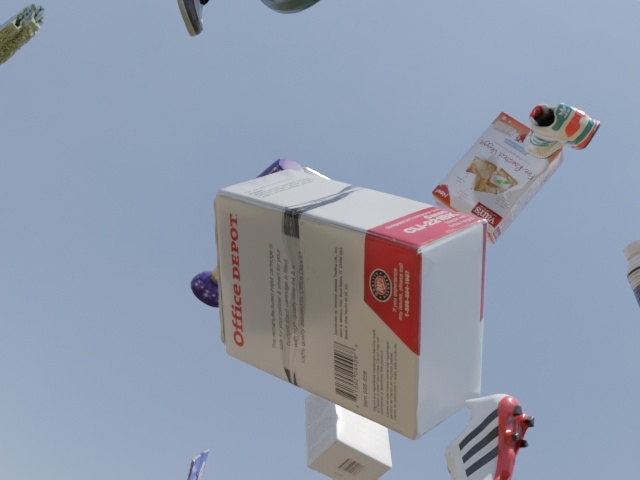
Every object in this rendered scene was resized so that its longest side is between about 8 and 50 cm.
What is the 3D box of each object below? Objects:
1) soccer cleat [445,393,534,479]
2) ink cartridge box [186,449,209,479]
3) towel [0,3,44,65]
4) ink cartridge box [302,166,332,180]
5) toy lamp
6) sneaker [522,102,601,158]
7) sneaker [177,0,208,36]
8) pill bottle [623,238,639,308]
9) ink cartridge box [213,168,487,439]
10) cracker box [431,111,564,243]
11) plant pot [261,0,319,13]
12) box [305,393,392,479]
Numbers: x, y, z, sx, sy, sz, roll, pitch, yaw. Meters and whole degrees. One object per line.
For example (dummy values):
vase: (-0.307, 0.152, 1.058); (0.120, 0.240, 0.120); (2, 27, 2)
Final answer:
soccer cleat: (0.069, 0.107, 0.429); (0.036, 0.083, 0.029); (-4, -36, 42)
ink cartridge box: (-0.166, 0.446, 1.155); (0.069, 0.370, 0.176); (11, -9, 1)
towel: (-0.307, -0.158, 0.859); (0.027, 0.148, 0.110); (53, 6, -22)
ink cartridge box: (0.017, -0.029, 1.573); (0.198, 0.115, 0.067); (25, -15, -33)
toy lamp: (-0.110, -0.011, 1.470); (0.080, 0.080, 0.274); (32, -60, -6)
sneaker: (0.311, -0.157, 1.310); (0.075, 0.057, 0.161); (35, -9, -13)
sneaker: (-0.223, -0.505, 1.880); (0.118, 0.222, 0.083); (-9, -22, 1)
pill bottle: (0.477, 0.059, 1.371); (0.067, 0.120, 0.067); (-12, -25, -6)
ink cartridge box: (0.024, 0.053, 0.980); (0.273, 0.114, 0.197); (17, -63, 40)
cracker box: (0.360, -0.129, 1.950); (0.156, 0.232, 0.067); (37, -7, 27)
plant pot: (-0.121, -0.484, 1.104); (0.334, 0.341, 0.341); (17, -22, -34)
box: (0.049, 0.354, 1.772); (0.130, 0.170, 0.091); (31, -61, -22)
